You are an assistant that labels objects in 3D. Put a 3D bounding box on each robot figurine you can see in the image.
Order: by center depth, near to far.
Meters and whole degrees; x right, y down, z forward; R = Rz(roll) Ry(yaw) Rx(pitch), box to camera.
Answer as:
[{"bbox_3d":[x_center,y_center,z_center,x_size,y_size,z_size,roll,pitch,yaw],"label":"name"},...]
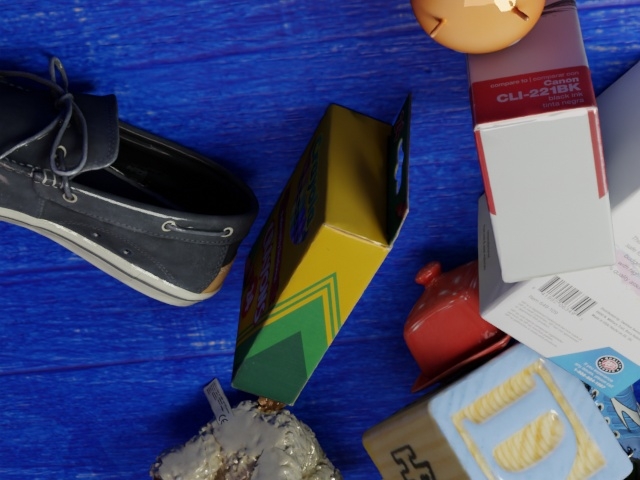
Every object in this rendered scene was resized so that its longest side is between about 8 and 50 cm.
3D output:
[{"bbox_3d":[0.140,-0.256,1.446,0.158,0.219,0.128,25,129,-18],"label":"robot figurine"}]

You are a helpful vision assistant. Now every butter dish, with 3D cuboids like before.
[{"bbox_3d":[0.155,0.076,1.819,0.160,0.160,0.118,-34,97,34],"label":"butter dish"}]

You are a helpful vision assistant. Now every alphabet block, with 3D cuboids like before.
[{"bbox_3d":[0.197,0.242,1.807,0.193,0.192,0.197,60,154,5],"label":"alphabet block"}]

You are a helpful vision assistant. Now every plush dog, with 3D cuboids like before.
[{"bbox_3d":[-0.053,0.302,2.031,0.262,0.211,0.225,13,155,31],"label":"plush dog"}]

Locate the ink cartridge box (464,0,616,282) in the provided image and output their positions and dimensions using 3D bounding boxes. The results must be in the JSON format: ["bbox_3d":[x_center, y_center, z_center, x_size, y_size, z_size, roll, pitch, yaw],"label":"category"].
[{"bbox_3d":[0.205,-0.127,1.527,0.114,0.273,0.197,-10,131,8],"label":"ink cartridge box"}]

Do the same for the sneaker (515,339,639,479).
[{"bbox_3d":[0.333,0.214,1.913,0.129,0.147,0.330,-19,128,20],"label":"sneaker"}]

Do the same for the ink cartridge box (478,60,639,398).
[{"bbox_3d":[0.328,-0.012,1.671,0.198,0.197,0.270,32,127,-23],"label":"ink cartridge box"}]

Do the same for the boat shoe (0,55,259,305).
[{"bbox_3d":[-0.279,-0.096,1.658,0.500,0.187,0.156,29,123,-27],"label":"boat shoe"}]

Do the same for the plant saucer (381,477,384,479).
[{"bbox_3d":[0.202,0.288,2.044,0.188,0.045,0.188,22,140,-16],"label":"plant saucer"}]

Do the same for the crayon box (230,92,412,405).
[{"bbox_3d":[0.000,0.000,1.706,0.081,0.202,0.318,19,130,-13],"label":"crayon box"}]
